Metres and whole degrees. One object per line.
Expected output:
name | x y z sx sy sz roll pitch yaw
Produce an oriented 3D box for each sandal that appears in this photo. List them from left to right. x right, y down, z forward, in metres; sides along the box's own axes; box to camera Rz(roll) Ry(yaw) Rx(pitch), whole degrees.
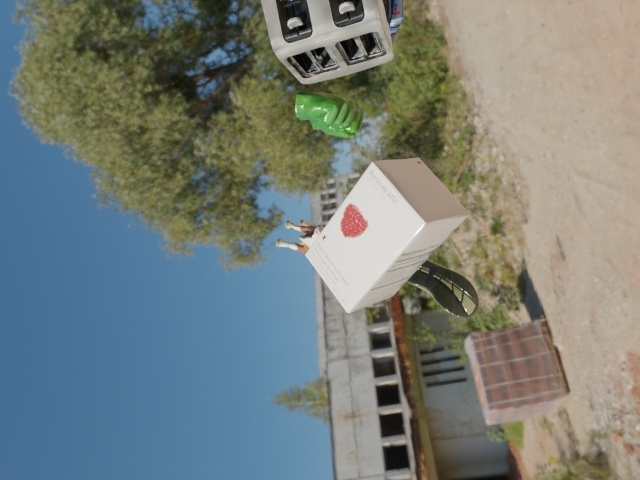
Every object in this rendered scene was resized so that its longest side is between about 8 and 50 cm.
sandal | 0.380 0.133 1.808 0.303 0.120 0.086 36 -172 30

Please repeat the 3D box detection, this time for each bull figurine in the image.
bull figurine | 0.000 0.000 1.536 0.310 0.188 0.101 13 -88 -72

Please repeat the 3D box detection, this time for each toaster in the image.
toaster | 0.016 -0.329 0.858 0.185 0.168 0.110 14 -114 -74

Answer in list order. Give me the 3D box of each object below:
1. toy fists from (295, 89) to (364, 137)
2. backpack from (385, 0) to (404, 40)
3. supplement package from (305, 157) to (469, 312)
toy fists | 0.034 -0.335 1.526 0.279 0.142 0.096 0 -82 -75
backpack | 0.099 -0.469 1.131 0.173 0.117 0.158 155 116 -88
supplement package | 0.136 -0.013 1.217 0.175 0.293 0.177 -12 -123 -46
